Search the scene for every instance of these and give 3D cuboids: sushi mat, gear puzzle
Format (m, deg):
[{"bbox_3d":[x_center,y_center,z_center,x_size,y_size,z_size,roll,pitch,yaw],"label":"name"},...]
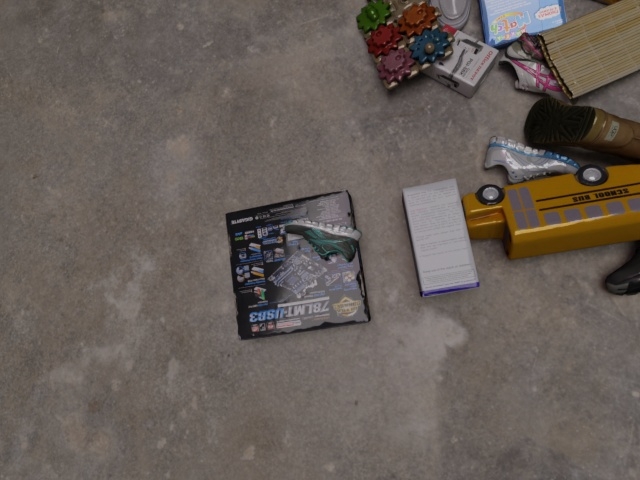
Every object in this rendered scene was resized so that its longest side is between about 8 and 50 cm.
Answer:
[{"bbox_3d":[0.606,-0.409,0.829,0.316,0.019,0.152,-24,85,-6],"label":"sushi mat"},{"bbox_3d":[0.169,-0.518,0.931,0.175,0.044,0.339,-24,67,18],"label":"gear puzzle"}]

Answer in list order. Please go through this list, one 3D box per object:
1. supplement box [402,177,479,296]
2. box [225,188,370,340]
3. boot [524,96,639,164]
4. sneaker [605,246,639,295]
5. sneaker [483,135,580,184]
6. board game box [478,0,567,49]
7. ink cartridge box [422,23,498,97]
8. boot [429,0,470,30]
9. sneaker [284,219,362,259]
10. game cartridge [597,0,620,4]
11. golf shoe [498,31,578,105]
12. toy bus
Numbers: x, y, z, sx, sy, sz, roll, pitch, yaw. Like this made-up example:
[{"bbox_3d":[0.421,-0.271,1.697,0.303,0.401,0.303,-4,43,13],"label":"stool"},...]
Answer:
[{"bbox_3d":[0.242,-0.001,0.845,0.113,0.111,0.220,-12,81,10],"label":"supplement box"},{"bbox_3d":[-0.054,0.057,0.919,0.295,0.073,0.294,-11,82,9],"label":"box"},{"bbox_3d":[0.573,-0.194,0.797,0.269,0.236,0.089,13,114,-9],"label":"boot"},{"bbox_3d":[0.662,0.013,0.780,0.267,0.101,0.106,-30,56,7],"label":"sneaker"},{"bbox_3d":[0.436,-0.150,0.853,0.190,0.071,0.083,22,94,22],"label":"sneaker"},{"bbox_3d":[0.426,-0.539,0.881,0.160,0.039,0.212,-9,93,19],"label":"board game box"},{"bbox_3d":[0.307,-0.399,0.910,0.135,0.056,0.099,35,90,14],"label":"ink cartridge box"},{"bbox_3d":[0.287,-0.612,0.906,0.095,0.123,0.259,-6,82,11],"label":"boot"},{"bbox_3d":[0.000,0.000,0.852,0.166,0.065,0.076,10,88,13],"label":"sneaker"},{"bbox_3d":[0.595,-0.708,0.892,0.285,0.052,0.324,29,91,14],"label":"game cartridge"},{"bbox_3d":[0.468,-0.349,0.875,0.186,0.067,0.086,50,133,4],"label":"golf shoe"},{"bbox_3d":[0.451,-0.050,0.784,0.332,0.108,0.130,-11,60,13],"label":"toy bus"}]
